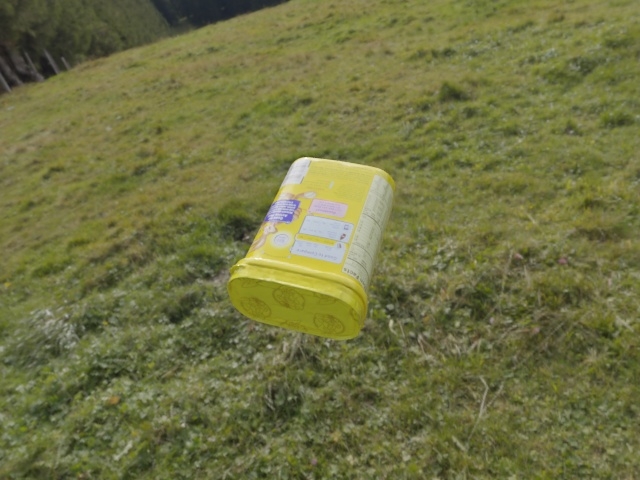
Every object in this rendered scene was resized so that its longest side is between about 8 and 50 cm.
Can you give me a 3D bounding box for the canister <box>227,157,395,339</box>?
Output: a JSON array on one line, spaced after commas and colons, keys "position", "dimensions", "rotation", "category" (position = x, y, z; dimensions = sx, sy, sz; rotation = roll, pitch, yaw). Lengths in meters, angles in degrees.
[{"position": [0.000, 0.000, 0.519], "dimensions": [0.126, 0.073, 0.170], "rotation": [11, 51, 14], "category": "canister"}]
